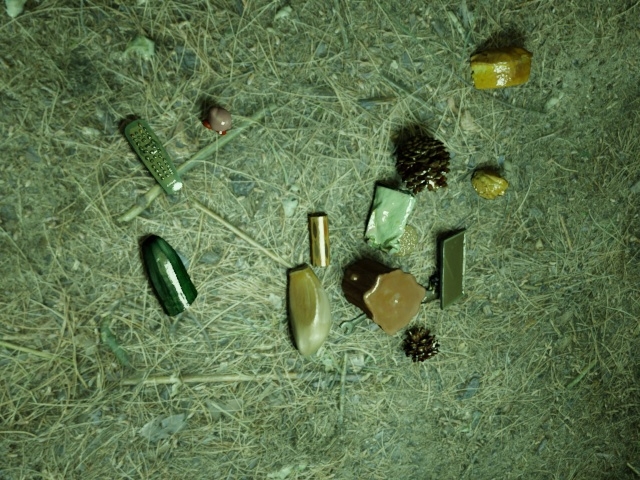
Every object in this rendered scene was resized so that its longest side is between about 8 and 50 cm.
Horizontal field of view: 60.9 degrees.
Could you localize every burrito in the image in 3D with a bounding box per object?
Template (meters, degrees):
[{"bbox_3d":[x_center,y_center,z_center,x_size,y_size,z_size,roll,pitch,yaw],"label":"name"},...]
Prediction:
[{"bbox_3d":[0.232,-0.072,1.842,0.089,0.144,0.229,-13,121,-64],"label":"burrito"}]

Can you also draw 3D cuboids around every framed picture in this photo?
[{"bbox_3d":[0.490,0.105,2.003,0.192,0.018,0.265,-19,112,-49],"label":"framed picture"}]

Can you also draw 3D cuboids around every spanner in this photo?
[{"bbox_3d":[0.180,0.258,1.944,0.254,0.015,0.054,-29,111,-17],"label":"spanner"}]

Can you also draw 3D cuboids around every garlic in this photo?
[{"bbox_3d":[-0.031,0.232,1.801,0.143,0.112,0.318,-11,96,-19],"label":"garlic"}]

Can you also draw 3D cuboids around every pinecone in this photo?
[{"bbox_3d":[0.366,0.381,1.998,0.140,0.140,0.121,-18,90,-20],"label":"pinecone"},{"bbox_3d":[0.340,-0.245,1.815,0.184,0.179,0.204,-5,119,-5],"label":"pinecone"}]

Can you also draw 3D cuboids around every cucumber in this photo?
[{"bbox_3d":[-0.448,0.100,1.589,0.115,0.063,0.244,-29,111,-17],"label":"cucumber"}]

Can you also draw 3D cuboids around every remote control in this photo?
[{"bbox_3d":[-0.461,-0.231,1.513,0.072,0.042,0.222,-35,113,-14],"label":"remote control"}]

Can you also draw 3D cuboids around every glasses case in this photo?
[{"bbox_3d":[0.000,0.000,1.784,0.065,0.041,0.170,-9,107,-22],"label":"glasses case"}]

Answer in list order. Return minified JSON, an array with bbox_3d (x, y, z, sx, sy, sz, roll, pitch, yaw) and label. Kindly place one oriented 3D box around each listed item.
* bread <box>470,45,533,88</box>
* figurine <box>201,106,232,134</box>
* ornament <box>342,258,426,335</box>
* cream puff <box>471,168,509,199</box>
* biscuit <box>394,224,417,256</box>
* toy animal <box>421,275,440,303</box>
[{"bbox_3d":[0.651,-0.600,1.898,0.229,0.139,0.143,-19,117,-19],"label":"bread"},{"bbox_3d":[-0.286,-0.343,1.555,0.083,0.067,0.071,16,116,-43],"label":"figurine"},{"bbox_3d":[0.198,0.175,1.818,0.235,0.217,0.221,-6,105,-24],"label":"ornament"},{"bbox_3d":[0.616,-0.201,1.987,0.133,0.119,0.104,16,115,-1],"label":"cream puff"},{"bbox_3d":[0.296,0.001,1.936,0.120,0.015,0.120,-5,104,-23],"label":"biscuit"},{"bbox_3d":[0.392,0.205,2.003,0.202,0.070,0.105,-36,127,-15],"label":"toy animal"}]
